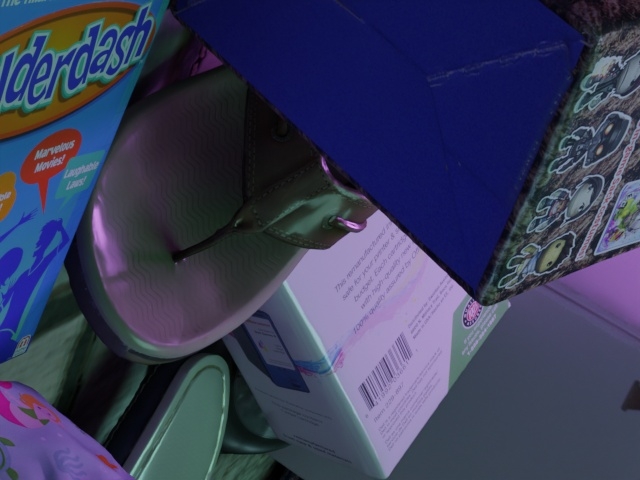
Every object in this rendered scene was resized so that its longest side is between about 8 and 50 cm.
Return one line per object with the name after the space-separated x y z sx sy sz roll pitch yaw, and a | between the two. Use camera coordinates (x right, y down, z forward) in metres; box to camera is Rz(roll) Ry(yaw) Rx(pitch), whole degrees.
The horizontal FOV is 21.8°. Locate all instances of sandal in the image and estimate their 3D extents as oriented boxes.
-0.004 -0.051 0.833 0.303 0.120 0.086 -36 -170 -30 | sandal

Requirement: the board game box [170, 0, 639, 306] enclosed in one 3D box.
0.120 -0.126 0.798 0.291 0.232 0.141 -18 141 -40 | board game box

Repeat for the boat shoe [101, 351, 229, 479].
-0.134 0.175 1.014 0.095 0.079 0.254 10 104 -56 | boat shoe

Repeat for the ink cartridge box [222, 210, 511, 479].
0.013 0.011 0.986 0.154 0.093 0.212 -51 138 -26 | ink cartridge box

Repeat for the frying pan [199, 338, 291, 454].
0.015 0.011 1.102 0.326 0.053 0.197 -56 141 4 | frying pan

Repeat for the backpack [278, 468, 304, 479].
0.031 0.311 1.533 0.263 0.213 0.276 -61 160 -19 | backpack

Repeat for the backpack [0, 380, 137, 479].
-0.169 0.191 0.725 0.253 0.191 0.225 -57 169 -4 | backpack

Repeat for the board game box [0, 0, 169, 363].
-0.144 -0.030 0.662 0.160 0.047 0.210 -26 145 -61 | board game box

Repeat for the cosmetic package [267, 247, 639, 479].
0.212 0.038 1.340 0.394 0.327 0.329 -44 158 -43 | cosmetic package
